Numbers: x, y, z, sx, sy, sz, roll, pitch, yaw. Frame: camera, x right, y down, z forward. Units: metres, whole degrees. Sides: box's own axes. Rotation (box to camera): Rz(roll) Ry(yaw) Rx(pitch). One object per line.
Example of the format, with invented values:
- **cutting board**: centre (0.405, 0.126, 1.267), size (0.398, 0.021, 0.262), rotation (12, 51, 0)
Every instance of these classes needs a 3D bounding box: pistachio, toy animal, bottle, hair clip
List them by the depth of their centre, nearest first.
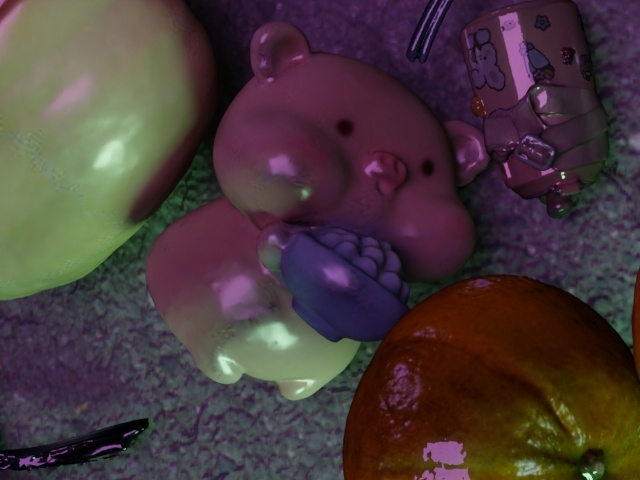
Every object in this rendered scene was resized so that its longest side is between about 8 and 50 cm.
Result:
- **bottle**: centre (0.160, -0.092, 1.445), size (0.099, 0.099, 0.152), rotation (-15, 83, 24)
- **hair clip**: centre (0.138, -0.223, 1.465), size (0.229, 0.039, 0.070), rotation (-44, 90, 6)
- **toy animal**: centre (-0.007, -0.007, 1.473), size (0.221, 0.210, 0.230), rotation (-35, 42, 47)
- **pistachio**: centre (-0.205, -0.099, 1.541), size (0.229, 0.238, 0.321), rotation (46, 126, 26)

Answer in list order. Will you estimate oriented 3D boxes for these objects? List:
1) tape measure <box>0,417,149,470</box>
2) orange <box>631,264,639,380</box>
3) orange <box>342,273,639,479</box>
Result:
- **tape measure**: centre (-0.325, 0.122, 1.664), size (0.351, 0.098, 0.215), rotation (-21, 79, 21)
- **orange**: centre (0.318, 0.056, 1.281), size (0.240, 0.240, 0.240), rotation (-1, 87, 25)
- **orange**: centre (0.126, 0.142, 1.332), size (0.171, 0.240, 0.240), rotation (-10, 82, 54)
